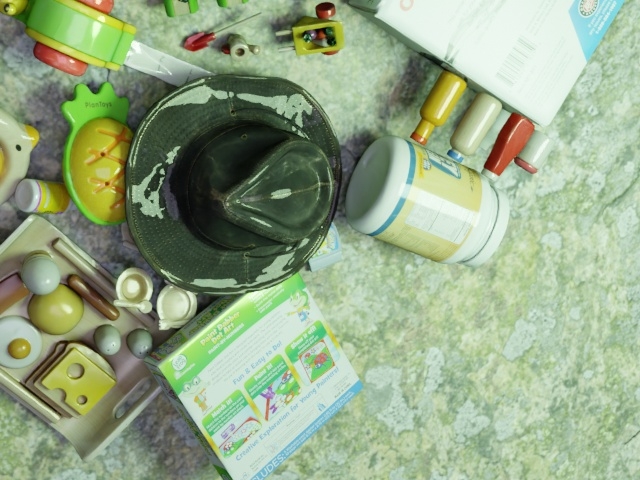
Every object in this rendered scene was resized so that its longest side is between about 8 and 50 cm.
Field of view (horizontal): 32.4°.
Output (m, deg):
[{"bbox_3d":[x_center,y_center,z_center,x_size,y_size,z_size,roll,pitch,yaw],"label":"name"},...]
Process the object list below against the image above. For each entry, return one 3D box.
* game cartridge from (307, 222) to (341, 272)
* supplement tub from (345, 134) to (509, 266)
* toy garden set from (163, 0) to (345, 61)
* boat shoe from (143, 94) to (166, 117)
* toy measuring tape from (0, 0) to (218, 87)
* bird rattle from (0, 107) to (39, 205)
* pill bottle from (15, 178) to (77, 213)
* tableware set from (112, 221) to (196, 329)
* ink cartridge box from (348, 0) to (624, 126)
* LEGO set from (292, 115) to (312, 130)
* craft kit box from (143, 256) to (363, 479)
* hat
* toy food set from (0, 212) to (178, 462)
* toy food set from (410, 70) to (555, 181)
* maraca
[{"bbox_3d":[0.000,0.000,1.595,0.056,0.017,0.083,-23,112,-14],"label":"game cartridge"},{"bbox_3d":[0.151,-0.051,1.558,0.199,0.144,0.144,21,99,-23],"label":"supplement tub"},{"bbox_3d":[-0.078,-0.313,1.423,0.244,0.049,0.204,-12,129,-6],"label":"toy garden set"},{"bbox_3d":[-0.171,-0.127,1.482,0.048,0.056,0.153,-39,115,8],"label":"boat shoe"},{"bbox_3d":[-0.252,-0.242,1.388,0.330,0.121,0.121,22,98,-23],"label":"toy measuring tape"},{"bbox_3d":[-0.465,-0.097,1.361,0.207,0.143,0.253,22,102,-39],"label":"bird rattle"},{"bbox_3d":[-0.352,-0.056,1.433,0.083,0.043,0.043,3,108,-52],"label":"pill bottle"},{"bbox_3d":[-0.216,0.036,1.501,0.141,0.020,0.169,17,78,-36],"label":"tableware set"},{"bbox_3d":[0.229,-0.332,1.507,0.307,0.129,0.223,29,96,-23],"label":"ink cartridge box"},{"bbox_3d":[-0.031,-0.151,1.535,0.054,0.023,0.083,3,105,-19],"label":"LEGO set"},{"bbox_3d":[-0.088,0.190,1.563,0.250,0.061,0.247,-39,118,-24],"label":"craft kit box"},{"bbox_3d":[-0.082,-0.062,1.429,0.331,0.134,0.331,-9,106,-31],"label":"hat"},{"bbox_3d":[-0.351,0.137,1.480,0.220,0.092,0.306,-46,113,-1],"label":"toy food set"},{"bbox_3d":[0.239,-0.138,1.559,0.232,0.111,0.104,25,98,-46],"label":"toy food set"},{"bbox_3d":[-0.281,-0.112,1.426,0.127,0.099,0.186,-14,97,-50],"label":"maraca"}]
